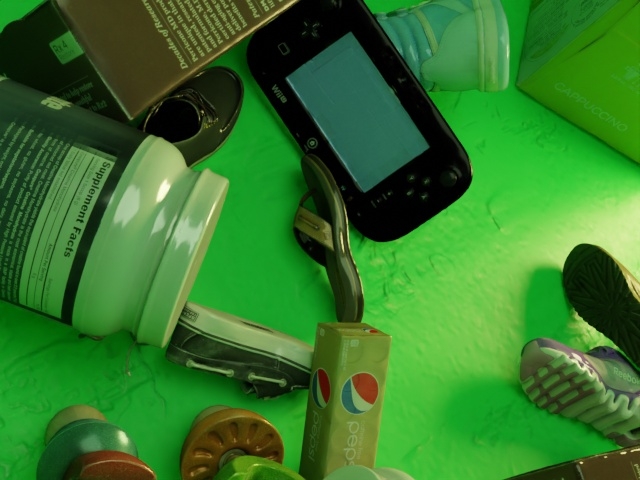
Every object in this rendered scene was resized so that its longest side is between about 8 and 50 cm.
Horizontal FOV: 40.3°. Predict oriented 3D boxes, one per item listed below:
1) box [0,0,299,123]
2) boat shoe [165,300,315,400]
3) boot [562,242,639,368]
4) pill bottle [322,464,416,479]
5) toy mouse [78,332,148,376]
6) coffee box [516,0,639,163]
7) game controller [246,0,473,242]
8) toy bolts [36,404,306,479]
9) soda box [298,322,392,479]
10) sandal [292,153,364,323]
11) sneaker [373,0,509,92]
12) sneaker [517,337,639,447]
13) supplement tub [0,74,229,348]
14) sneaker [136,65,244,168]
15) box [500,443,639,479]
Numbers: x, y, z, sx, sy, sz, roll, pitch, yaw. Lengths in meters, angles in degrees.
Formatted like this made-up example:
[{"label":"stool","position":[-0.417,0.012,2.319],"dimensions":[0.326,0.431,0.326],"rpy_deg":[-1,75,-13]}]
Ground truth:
[{"label":"box","position":[-0.154,-0.262,0.954],"dimensions":[0.381,0.191,0.143],"rpy_deg":[-43,112,-34]},{"label":"boat shoe","position":[-0.062,0.130,0.925],"dimensions":[0.219,0.077,0.070],"rpy_deg":[24,89,-28]},{"label":"boot","position":[0.489,0.117,1.234],"dimensions":[0.269,0.089,0.236],"rpy_deg":[11,38,-39]},{"label":"pill bottle","position":[0.080,0.296,0.843],"dimensions":[0.215,0.117,0.117],"rpy_deg":[45,47,-39]},{"label":"toy mouse","position":[-0.207,0.073,0.886],"dimensions":[0.161,0.031,0.143],"rpy_deg":[-3,68,-31]},{"label":"coffee box","position":[0.554,-0.354,1.344],"dimensions":[0.337,0.338,0.334],"rpy_deg":[27,57,-16]},{"label":"game controller","position":[0.047,-0.158,1.085],"dimensions":[0.166,0.067,0.319],"rpy_deg":[-34,87,-2]},{"label":"toy bolts","position":[-0.159,0.241,0.802],"dimensions":[0.228,0.158,0.218],"rpy_deg":[24,97,-30]},{"label":"soda box","position":[0.023,0.178,0.899],"dimensions":[0.061,0.058,0.181],"rpy_deg":[3,98,-28]},{"label":"sandal","position":[0.000,0.000,1.025],"dimensions":[0.060,0.090,0.219],"rpy_deg":[-10,78,-10]},{"label":"sneaker","position":[0.141,-0.301,1.218],"dimensions":[0.208,0.127,0.319],"rpy_deg":[-5,31,5]},{"label":"sneaker","position":[0.351,0.178,1.128],"dimensions":[0.236,0.095,0.105],"rpy_deg":[30,49,-20]},{"label":"supplement tub","position":[-0.239,-0.028,0.789],"dimensions":[0.272,0.191,0.191],"rpy_deg":[22,57,-4]},{"label":"sneaker","position":[-0.137,-0.141,0.977],"dimensions":[0.083,0.118,0.222],"rpy_deg":[39,54,-8]},{"label":"box","position":[0.327,0.329,0.986],"dimensions":[0.203,0.167,0.169],"rpy_deg":[-2,69,-30]}]
